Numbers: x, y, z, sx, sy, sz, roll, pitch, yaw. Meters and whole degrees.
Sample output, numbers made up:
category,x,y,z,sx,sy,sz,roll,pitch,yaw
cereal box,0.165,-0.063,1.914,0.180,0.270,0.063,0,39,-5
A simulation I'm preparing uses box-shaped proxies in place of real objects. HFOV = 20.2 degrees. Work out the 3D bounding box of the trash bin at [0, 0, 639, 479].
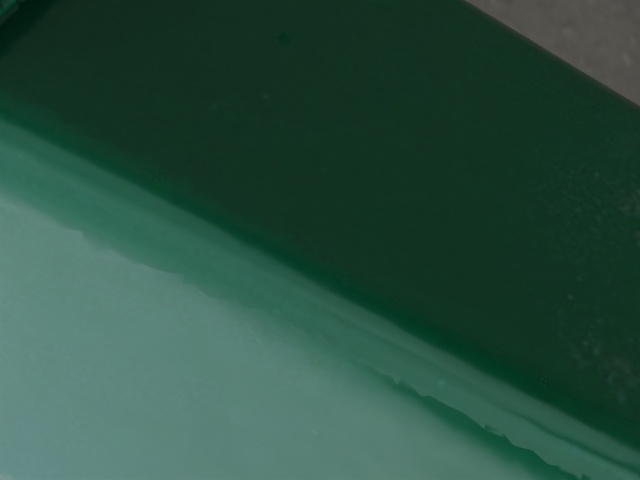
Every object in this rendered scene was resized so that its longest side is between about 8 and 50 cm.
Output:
category,x,y,z,sx,sy,sz,roll,pitch,yaw
trash bin,0.000,0.000,0.733,0.381,0.259,0.295,26,137,6
